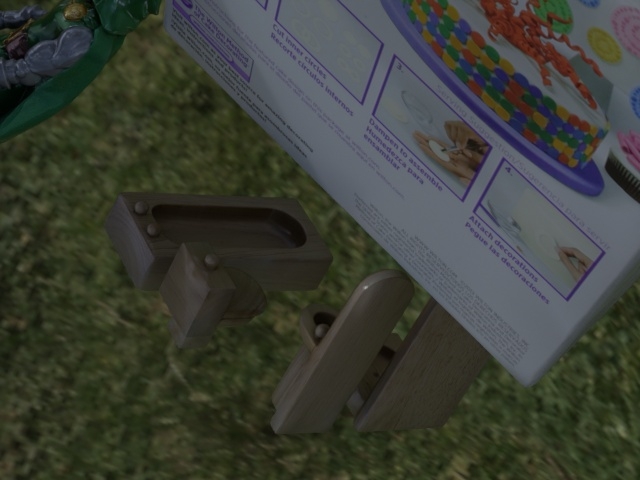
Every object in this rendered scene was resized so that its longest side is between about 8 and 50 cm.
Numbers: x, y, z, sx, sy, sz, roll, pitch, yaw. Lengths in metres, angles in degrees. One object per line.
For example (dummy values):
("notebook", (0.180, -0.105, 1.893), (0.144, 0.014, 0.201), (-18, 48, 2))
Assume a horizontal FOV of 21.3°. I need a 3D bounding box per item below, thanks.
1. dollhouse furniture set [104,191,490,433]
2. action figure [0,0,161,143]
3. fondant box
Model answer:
("dollhouse furniture set", (0.000, 0.000, 0.854), (0.151, 0.144, 0.123), (58, 132, 36))
("action figure", (-0.184, -0.095, 0.977), (0.232, 0.063, 0.137), (-27, 26, 22))
("fondant box", (0.061, -0.105, 0.625), (0.096, 0.330, 0.238), (-41, 79, -20))
